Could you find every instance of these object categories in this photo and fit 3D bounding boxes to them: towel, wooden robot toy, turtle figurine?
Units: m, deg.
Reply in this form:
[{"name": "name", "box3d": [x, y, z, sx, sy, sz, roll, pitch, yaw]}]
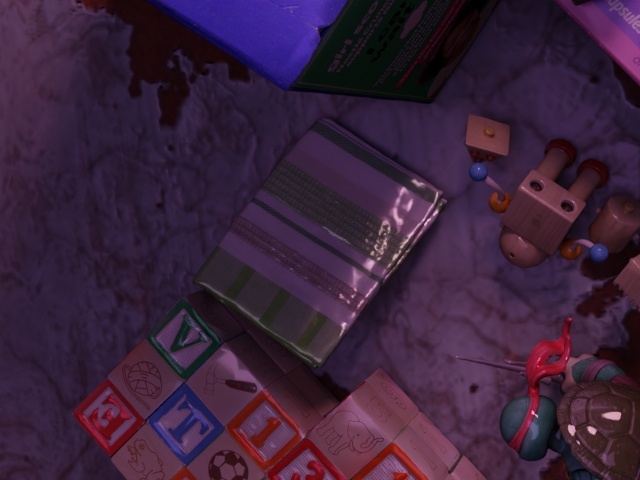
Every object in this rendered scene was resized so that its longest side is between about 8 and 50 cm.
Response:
[{"name": "towel", "box3d": [0.000, 0.000, 0.867, 0.113, 0.023, 0.152, 34, 75, 15]}, {"name": "wooden robot toy", "box3d": [0.155, -0.010, 0.841, 0.173, 0.076, 0.079, 36, 141, 11]}, {"name": "turtle figurine", "box3d": [0.189, 0.143, 0.780, 0.234, 0.118, 0.175, 18, 62, 2]}]

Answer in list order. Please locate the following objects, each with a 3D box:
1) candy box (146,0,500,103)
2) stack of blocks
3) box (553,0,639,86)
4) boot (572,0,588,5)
[{"name": "candy box", "box3d": [-0.045, -0.196, 0.738, 0.268, 0.317, 0.122, 35, 105, 11]}, {"name": "stack of blocks", "box3d": [-0.011, 0.169, 0.891, 0.297, 0.087, 0.171, 47, 107, 8]}, {"name": "box", "box3d": [0.223, -0.235, 0.752, 0.243, 0.117, 0.213, -45, 82, 17]}, {"name": "boot", "box3d": [0.155, -0.200, 0.697, 0.106, 0.037, 0.114, -39, 80, 32]}]
